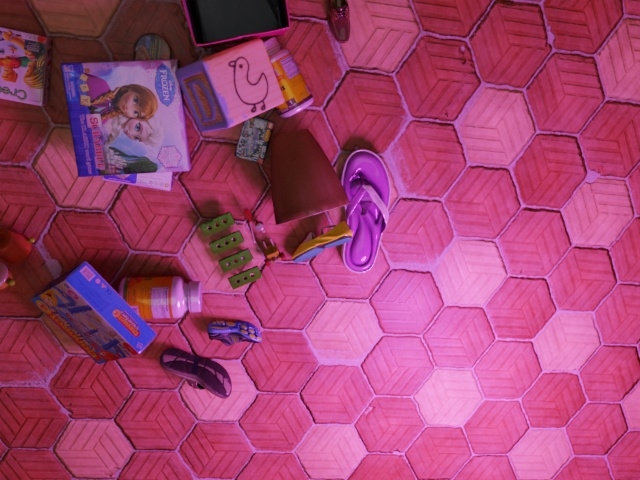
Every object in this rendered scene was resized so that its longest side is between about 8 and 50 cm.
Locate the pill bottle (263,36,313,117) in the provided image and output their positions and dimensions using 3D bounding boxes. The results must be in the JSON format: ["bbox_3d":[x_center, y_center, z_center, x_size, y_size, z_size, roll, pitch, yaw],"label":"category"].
[{"bbox_3d":[-0.116,-0.479,1.587,0.117,0.117,0.215,-29,108,2],"label":"pill bottle"}]

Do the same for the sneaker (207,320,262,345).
[{"bbox_3d":[-0.294,0.322,1.853,0.188,0.067,0.078,9,127,-11],"label":"sneaker"}]

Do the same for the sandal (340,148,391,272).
[{"bbox_3d":[0.152,-0.085,1.752,0.169,0.102,0.416,-3,107,-6],"label":"sandal"}]

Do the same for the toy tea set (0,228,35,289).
[{"bbox_3d":[-1.043,0.048,1.644,0.336,0.124,0.200,12,71,8],"label":"toy tea set"}]

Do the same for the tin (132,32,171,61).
[{"bbox_3d":[-0.493,-0.504,1.576,0.106,0.040,0.190,10,105,-6],"label":"tin"}]

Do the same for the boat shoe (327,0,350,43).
[{"bbox_3d":[0.053,-0.669,1.578,0.064,0.060,0.178,-10,108,-4],"label":"boat shoe"}]

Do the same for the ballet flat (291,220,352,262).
[{"bbox_3d":[0.000,0.000,1.770,0.231,0.077,0.077,-24,72,24],"label":"ballet flat"}]

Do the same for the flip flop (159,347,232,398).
[{"bbox_3d":[-0.430,0.461,1.858,0.277,0.112,0.080,28,128,-17],"label":"flip flop"}]

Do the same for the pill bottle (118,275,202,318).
[{"bbox_3d":[-0.509,0.183,1.736,0.245,0.136,0.136,-1,107,-7],"label":"pill bottle"}]

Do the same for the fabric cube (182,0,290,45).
[{"bbox_3d":[-0.233,-0.666,1.442,0.259,0.258,0.254,-12,109,-3],"label":"fabric cube"}]

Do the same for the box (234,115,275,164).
[{"bbox_3d":[-0.204,-0.315,1.675,0.093,0.027,0.137,15,105,-12],"label":"box"}]

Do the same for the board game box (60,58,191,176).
[{"bbox_3d":[-0.551,-0.351,1.557,0.317,0.066,0.319,-5,105,-6],"label":"board game box"}]

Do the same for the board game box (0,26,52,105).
[{"bbox_3d":[-0.925,-0.504,1.513,0.305,0.053,0.193,9,106,-10],"label":"board game box"}]

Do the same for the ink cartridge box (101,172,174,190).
[{"bbox_3d":[-0.543,-0.269,1.637,0.206,0.045,0.208,9,105,-10],"label":"ink cartridge box"}]

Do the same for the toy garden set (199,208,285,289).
[{"bbox_3d":[-0.247,0.011,1.764,0.203,0.049,0.244,-23,108,2],"label":"toy garden set"}]

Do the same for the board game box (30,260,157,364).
[{"bbox_3d":[-0.702,0.234,1.664,0.302,0.086,0.308,-22,114,43],"label":"board game box"}]

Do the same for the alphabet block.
[{"bbox_3d":[-0.253,-0.430,1.509,0.197,0.193,0.192,-34,116,-29],"label":"alphabet block"}]

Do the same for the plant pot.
[{"bbox_3d":[-0.060,-0.199,1.643,0.237,0.237,0.254,-17,94,-1],"label":"plant pot"}]
